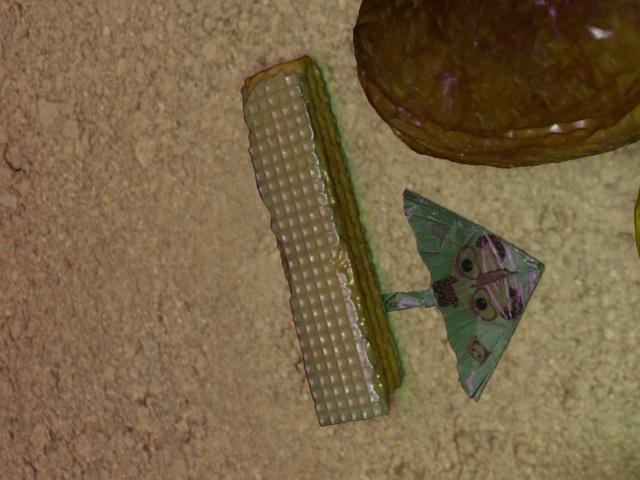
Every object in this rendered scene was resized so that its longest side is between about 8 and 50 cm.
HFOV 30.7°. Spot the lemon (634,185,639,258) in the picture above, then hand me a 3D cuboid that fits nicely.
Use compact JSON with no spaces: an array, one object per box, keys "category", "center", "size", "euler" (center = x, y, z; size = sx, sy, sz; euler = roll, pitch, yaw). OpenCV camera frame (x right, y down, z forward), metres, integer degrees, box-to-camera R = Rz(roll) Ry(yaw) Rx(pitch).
[{"category":"lemon","center":[0.368,-0.014,0.840],"size":[0.260,0.284,0.260],"euler":[168,90,-75]}]

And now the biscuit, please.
[{"category":"biscuit","center":[0.000,0.000,1.216],"size":[0.094,0.054,0.378],"euler":[-15,89,36]}]

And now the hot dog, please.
[{"category":"hot dog","center":[0.191,-0.203,0.930],"size":[0.388,0.174,0.266],"euler":[-28,45,46]}]

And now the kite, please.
[{"category":"kite","center":[0.117,0.058,1.186],"size":[0.250,0.012,0.229],"euler":[-16,90,36]}]
